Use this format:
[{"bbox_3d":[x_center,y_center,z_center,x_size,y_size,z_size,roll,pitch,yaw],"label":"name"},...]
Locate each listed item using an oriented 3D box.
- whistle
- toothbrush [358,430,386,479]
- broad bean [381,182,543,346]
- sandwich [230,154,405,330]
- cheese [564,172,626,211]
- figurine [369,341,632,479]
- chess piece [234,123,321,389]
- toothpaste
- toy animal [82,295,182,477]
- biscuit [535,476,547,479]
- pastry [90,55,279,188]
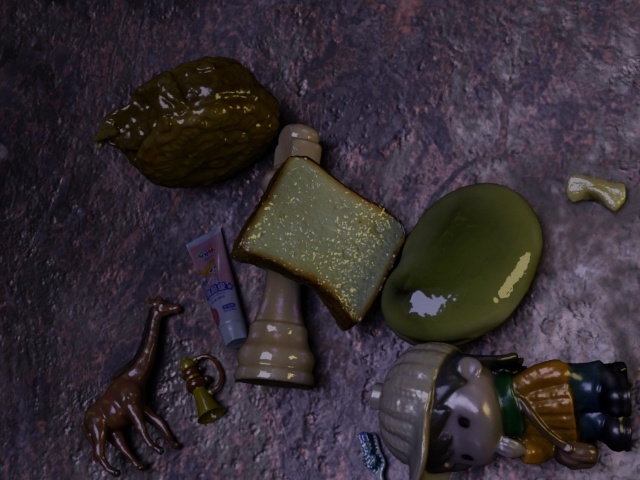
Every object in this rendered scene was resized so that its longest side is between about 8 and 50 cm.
[{"bbox_3d":[-0.179,0.218,1.774,0.057,0.046,0.109,-39,60,26],"label":"whistle"},{"bbox_3d":[0.107,0.444,1.585,0.040,0.040,0.386,-21,65,17],"label":"toothbrush"},{"bbox_3d":[0.196,0.037,1.614,0.189,0.121,0.263,36,91,26],"label":"broad bean"},{"bbox_3d":[0.000,0.000,1.659,0.215,0.065,0.186,30,70,-11],"label":"sandwich"},{"bbox_3d":[0.379,-0.065,1.608,0.083,0.030,0.044,13,77,19],"label":"cheese"},{"bbox_3d":[0.237,0.217,1.544,0.332,0.185,0.204,-13,31,-1],"label":"figurine"},{"bbox_3d":[-0.047,0.019,1.728,0.117,0.117,0.397,1,76,23],"label":"chess piece"},{"bbox_3d":[-0.155,0.073,1.800,0.067,0.043,0.194,-30,63,18],"label":"toothpaste"},{"bbox_3d":[-0.280,0.225,1.805,0.224,0.066,0.229,-30,70,2],"label":"toy animal"},{"bbox_3d":[0.327,0.429,1.501,0.108,0.062,0.238,-1,77,23],"label":"biscuit"},{"bbox_3d":[-0.183,-0.173,1.760,0.240,0.235,0.132,-41,70,22],"label":"pastry"}]
